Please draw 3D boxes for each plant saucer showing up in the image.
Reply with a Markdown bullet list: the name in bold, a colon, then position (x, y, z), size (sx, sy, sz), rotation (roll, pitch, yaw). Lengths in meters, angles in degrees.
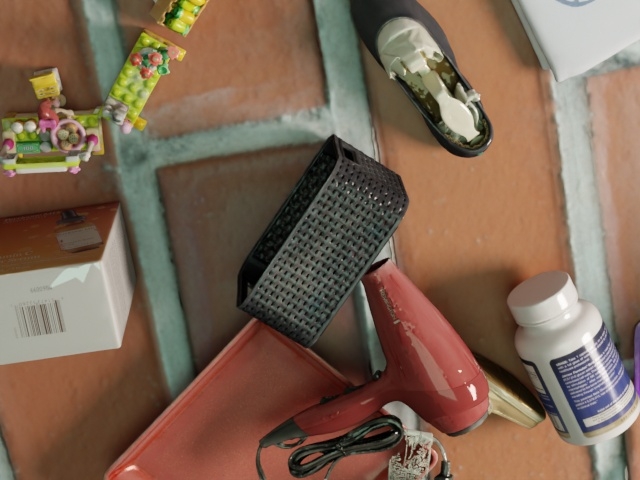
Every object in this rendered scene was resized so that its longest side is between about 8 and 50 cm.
- **plant saucer**: position (-0.053, 0.234, 1.399), size (0.258, 0.047, 0.259), rotation (40, 102, -15)

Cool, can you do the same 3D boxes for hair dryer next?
- **hair dryer**: position (0.057, 0.161, 1.310), size (0.224, 0.080, 0.293), rotation (9, 103, -1)

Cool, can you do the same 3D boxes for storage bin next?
- **storage bin**: position (0.000, 0.000, 1.280), size (0.084, 0.122, 0.180), rotation (31, 105, -12)

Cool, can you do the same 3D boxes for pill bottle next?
- **pill bottle**: position (0.258, 0.119, 1.349), size (0.094, 0.094, 0.169), rotation (-26, 109, 6)

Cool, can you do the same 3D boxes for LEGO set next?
- **LEGO set**: position (-0.220, -0.135, 1.230), size (0.287, 0.107, 0.132), rotation (-24, 109, 5)

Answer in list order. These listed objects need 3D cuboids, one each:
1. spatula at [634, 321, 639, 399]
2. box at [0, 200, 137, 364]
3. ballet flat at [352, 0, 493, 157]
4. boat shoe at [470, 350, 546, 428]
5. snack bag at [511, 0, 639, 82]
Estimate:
- **spatula**: position (0.366, 0.232, 1.412), size (0.084, 0.030, 0.296), rotation (3, 103, -5)
- **box**: position (-0.255, 0.038, 1.254), size (0.130, 0.170, 0.091), rotation (-9, 111, 0)
- **ballet flat**: position (0.104, -0.161, 1.258), size (0.074, 0.074, 0.203), rotation (-34, 107, 9)
- **boat shoe**: position (0.156, 0.154, 1.377), size (0.170, 0.063, 0.059), rotation (33, 107, -3)
- **snack bag**: position (0.301, -0.364, 1.216), size (0.343, 0.037, 0.323), rotation (-28, 109, 7)
